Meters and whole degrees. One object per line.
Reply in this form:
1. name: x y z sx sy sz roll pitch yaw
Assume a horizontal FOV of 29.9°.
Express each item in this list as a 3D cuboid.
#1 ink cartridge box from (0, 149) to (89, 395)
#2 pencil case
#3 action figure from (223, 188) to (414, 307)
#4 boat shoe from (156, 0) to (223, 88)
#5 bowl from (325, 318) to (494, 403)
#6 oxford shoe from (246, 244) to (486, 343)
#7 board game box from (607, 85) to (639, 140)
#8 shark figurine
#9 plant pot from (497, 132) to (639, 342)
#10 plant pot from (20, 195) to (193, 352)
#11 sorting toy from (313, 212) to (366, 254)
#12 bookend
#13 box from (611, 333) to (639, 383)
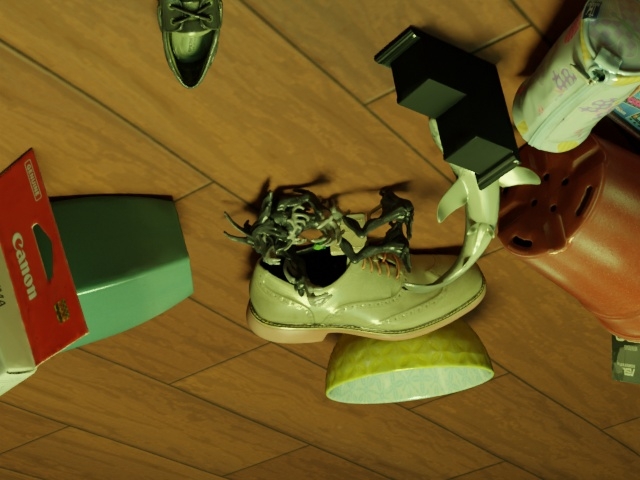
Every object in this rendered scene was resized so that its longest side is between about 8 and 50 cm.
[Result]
1. ink cartridge box: -0.434 0.051 1.591 0.239 0.275 0.060 -33 160 35
2. pencil case: 0.325 -0.199 1.460 0.113 0.124 0.273 21 164 -3
3. action figure: 0.000 0.000 1.756 0.275 0.141 0.164 -4 137 -9
4. boat shoe: -0.143 -0.256 1.341 0.080 0.073 0.223 -5 150 -8
5. bowl: 0.144 0.176 2.063 0.289 0.156 0.289 -6 162 -2
6. oxford shoe: 0.081 0.068 1.906 0.397 0.140 0.146 -9 136 -13
7. board game box: 0.485 -0.194 1.664 0.145 0.027 0.281 -30 144 31
8. shark figurine: 0.209 -0.040 1.718 0.166 0.116 0.278 7 110 -6
9. plant pot: 0.411 -0.023 1.731 0.265 0.272 0.272 26 136 -33
10. plant pot: -0.308 0.037 1.722 0.234 0.166 0.165 -13 151 -9
11. sorting toy: 0.029 -0.009 1.843 0.083 0.062 0.012 -5 -172 -6
12. bookend: 0.159 -0.163 1.500 0.156 0.157 0.072 16 142 -37
13. box: 0.568 0.112 1.883 0.076 0.242 0.307 0 179 -18
